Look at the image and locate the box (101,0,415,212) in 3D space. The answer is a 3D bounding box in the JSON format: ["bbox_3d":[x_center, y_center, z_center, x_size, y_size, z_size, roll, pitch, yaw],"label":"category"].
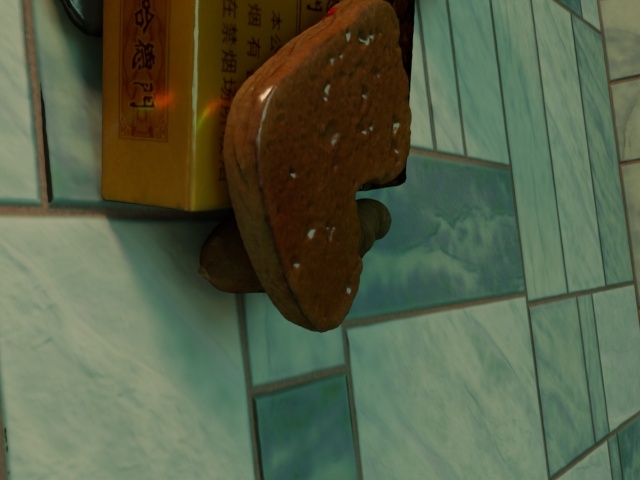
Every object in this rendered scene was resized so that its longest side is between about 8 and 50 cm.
[{"bbox_3d":[-0.038,-0.177,0.889,0.415,0.116,0.264,-10,104,-57],"label":"box"}]

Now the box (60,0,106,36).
[{"bbox_3d":[-0.192,-0.300,0.793,0.201,0.042,0.212,-32,110,-55],"label":"box"}]

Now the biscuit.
[{"bbox_3d":[0.011,-0.073,0.828,0.277,0.052,0.262,-51,136,-36],"label":"biscuit"}]

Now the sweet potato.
[{"bbox_3d":[0.000,0.000,0.962,0.385,0.109,0.109,-13,94,-57],"label":"sweet potato"}]
